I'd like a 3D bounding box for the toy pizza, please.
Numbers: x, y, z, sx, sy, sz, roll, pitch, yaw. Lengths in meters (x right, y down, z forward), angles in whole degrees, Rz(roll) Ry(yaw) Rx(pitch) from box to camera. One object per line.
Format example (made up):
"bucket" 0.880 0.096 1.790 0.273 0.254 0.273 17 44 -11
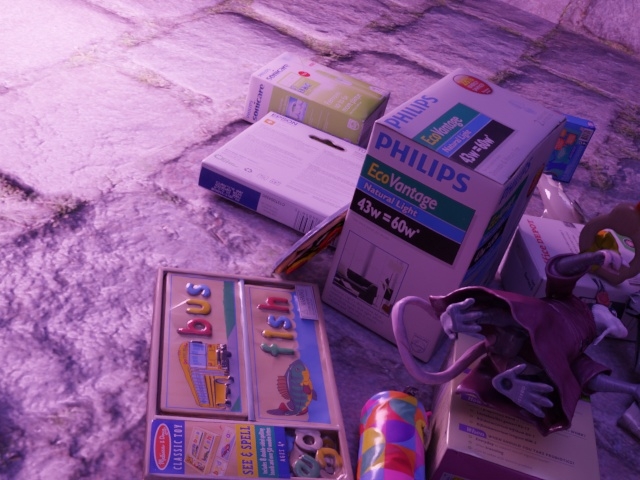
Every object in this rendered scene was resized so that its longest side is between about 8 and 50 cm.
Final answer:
"toy pizza" 0.000 0.000 1.365 0.032 0.201 0.201 51 41 4

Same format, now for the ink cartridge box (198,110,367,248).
"ink cartridge box" -0.034 -0.134 1.637 0.324 0.071 0.330 24 32 11

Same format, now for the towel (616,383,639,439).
"towel" 0.692 0.320 1.321 0.324 0.056 0.312 36 39 27

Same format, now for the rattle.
"rattle" 0.556 -0.028 1.403 0.142 0.200 0.130 -15 47 -36

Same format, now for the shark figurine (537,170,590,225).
"shark figurine" 0.508 -0.072 1.760 0.166 0.116 0.278 31 25 -48

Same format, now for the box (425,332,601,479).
"box" 0.271 0.280 1.144 0.213 0.117 0.243 18 35 1

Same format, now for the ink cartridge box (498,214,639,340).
"ink cartridge box" 0.503 0.070 1.530 0.289 0.122 0.211 9 36 -11

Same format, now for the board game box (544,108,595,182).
"board game box" 0.543 -0.243 1.952 0.210 0.160 0.047 15 34 -5

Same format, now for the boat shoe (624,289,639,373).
"boat shoe" 0.576 0.124 1.385 0.081 0.079 0.228 1 77 12

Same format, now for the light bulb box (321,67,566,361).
"light bulb box" 0.214 -0.056 1.372 0.225 0.361 0.358 29 37 18

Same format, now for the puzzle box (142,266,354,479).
"puzzle box" -0.114 0.195 1.155 0.272 0.052 0.409 6 36 -14

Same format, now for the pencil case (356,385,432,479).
"pencil case" 0.098 0.305 1.053 0.104 0.104 0.236 16 36 -2

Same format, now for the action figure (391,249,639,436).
"action figure" 0.323 0.152 1.139 0.275 0.248 0.370 -12 -1 38

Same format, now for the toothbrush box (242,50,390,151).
"toothbrush box" -0.007 -0.315 1.854 0.283 0.122 0.206 23 35 12
